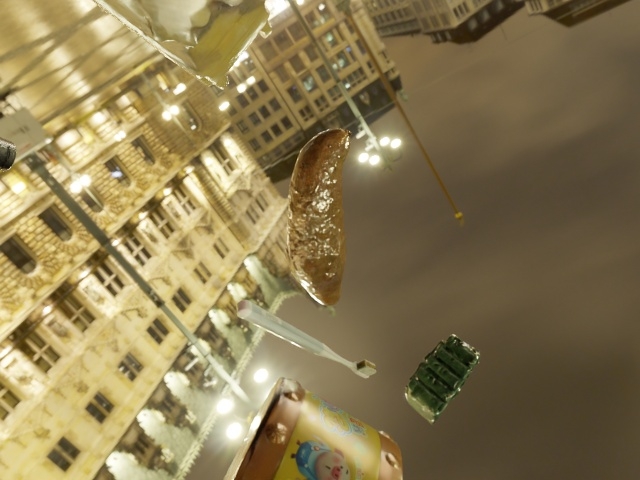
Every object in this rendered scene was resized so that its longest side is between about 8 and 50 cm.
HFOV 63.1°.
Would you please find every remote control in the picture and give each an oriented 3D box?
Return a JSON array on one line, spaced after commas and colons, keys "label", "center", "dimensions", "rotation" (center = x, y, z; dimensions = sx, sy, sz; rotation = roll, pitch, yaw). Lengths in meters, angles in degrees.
[{"label": "remote control", "center": [-0.288, -0.080, 0.426], "dimensions": [0.016, 0.034, 0.091], "rotation": [9, 175, 15]}]

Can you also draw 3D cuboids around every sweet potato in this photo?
[{"label": "sweet potato", "center": [-0.002, 0.000, 0.798], "dimensions": [0.092, 0.342, 0.114], "rotation": [23, -136, 28]}]

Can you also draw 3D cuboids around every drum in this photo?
[{"label": "drum", "center": [-0.067, 0.443, 0.784], "dimensions": [0.431, 0.214, 0.431], "rotation": [-62, 180, -1]}]

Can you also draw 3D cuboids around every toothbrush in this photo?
[{"label": "toothbrush", "center": [-0.011, 0.167, 0.837], "dimensions": [0.030, 0.342, 0.025], "rotation": [-31, -134, 24]}]

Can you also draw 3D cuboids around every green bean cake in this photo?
[{"label": "green bean cake", "center": [0.302, 0.350, 1.305], "dimensions": [0.107, 0.208, 0.193], "rotation": [33, -107, 25]}]

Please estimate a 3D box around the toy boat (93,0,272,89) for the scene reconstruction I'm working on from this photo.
[{"label": "toy boat", "center": [-0.200, -0.261, 0.335], "dimensions": [0.136, 0.445, 0.162], "rotation": [-48, -142, 6]}]
